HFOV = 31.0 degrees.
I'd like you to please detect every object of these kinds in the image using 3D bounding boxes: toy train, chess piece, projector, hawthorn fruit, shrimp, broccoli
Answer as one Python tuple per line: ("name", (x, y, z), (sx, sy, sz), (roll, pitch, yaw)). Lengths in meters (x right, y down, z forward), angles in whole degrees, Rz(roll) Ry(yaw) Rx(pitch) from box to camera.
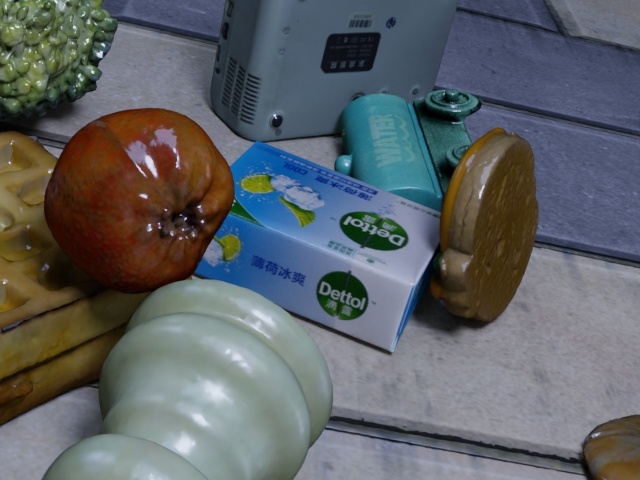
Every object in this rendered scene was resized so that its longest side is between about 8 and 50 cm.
("toy train", (0.093, -0.076, 1.141), (0.159, 0.101, 0.248), (-3, 31, -5))
("chess piece", (-0.094, 0.149, 0.645), (0.144, 0.144, 0.251), (20, 36, 7))
("projector", (0.020, -0.218, 1.229), (0.250, 0.198, 0.108), (-10, 39, -35))
("hawthorn fruit", (-0.121, -0.028, 0.753), (0.128, 0.128, 0.128), (12, 30, -7))
("shrimp", (0.309, 0.171, 0.886), (0.236, 0.053, 0.133), (0, 13, -18))
("broccoli", (-0.319, -0.232, 1.048), (0.263, 0.243, 0.247), (-18, 47, -39))

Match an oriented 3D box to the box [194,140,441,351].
("box", (-0.001, 0.000, 0.981), (0.194, 0.073, 0.139), (22, 30, 10))

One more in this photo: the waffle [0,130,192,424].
("waffle", (-0.271, 0.038, 0.775), (0.224, 0.098, 0.327), (31, 35, 27))

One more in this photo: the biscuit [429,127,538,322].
("biscuit", (0.133, -0.006, 0.978), (0.050, 0.170, 0.170), (14, 26, 28))
